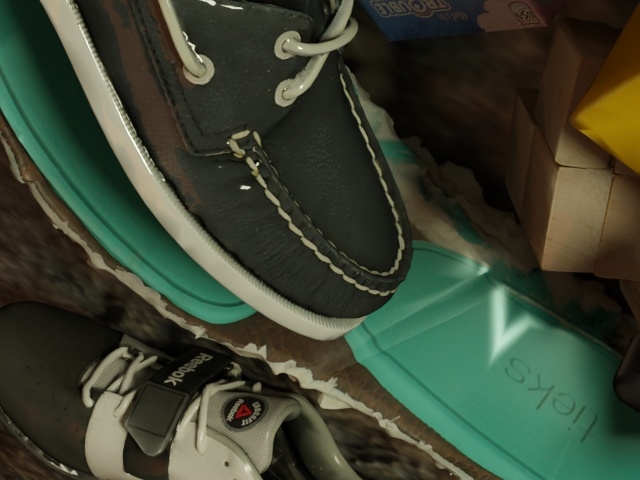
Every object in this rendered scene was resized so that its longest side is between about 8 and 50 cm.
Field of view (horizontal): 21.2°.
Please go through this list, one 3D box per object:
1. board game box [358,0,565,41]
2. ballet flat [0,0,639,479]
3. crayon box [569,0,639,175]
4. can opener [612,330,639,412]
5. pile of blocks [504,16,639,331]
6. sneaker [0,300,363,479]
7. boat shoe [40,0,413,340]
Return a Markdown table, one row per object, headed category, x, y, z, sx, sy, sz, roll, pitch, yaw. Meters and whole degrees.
| category | x | y | z | sx | sy | sz | roll | pitch | yaw |
| --- | --- | --- | --- | --- | --- | --- | --- | --- | --- |
| board game box | 0.037 | -0.117 | 0.664 | 0.090 | 0.020 | 0.090 | 1 | 142 | 50 |
| ballet flat | 0.000 | 0.000 | 0.807 | 0.409 | 0.147 | 0.147 | 41 | 154 | -15 |
| crayon box | 0.300 | -0.007 | 0.458 | 0.363 | 0.106 | 0.313 | 36 | 155 | -9 |
| can opener | 0.182 | 0.043 | 0.503 | 0.186 | 0.073 | 0.059 | 5 | 138 | 34 |
| pile of blocks | 0.196 | 0.039 | 0.699 | 0.362 | 0.149 | 0.112 | 56 | -169 | -25 |
| sneaker | -0.080 | 0.124 | 1.159 | 0.330 | 0.122 | 0.146 | 34 | 137 | 0 |
| boat shoe | -0.041 | -0.093 | 0.636 | 0.091 | 0.114 | 0.302 | -22 | 116 | 32 |
